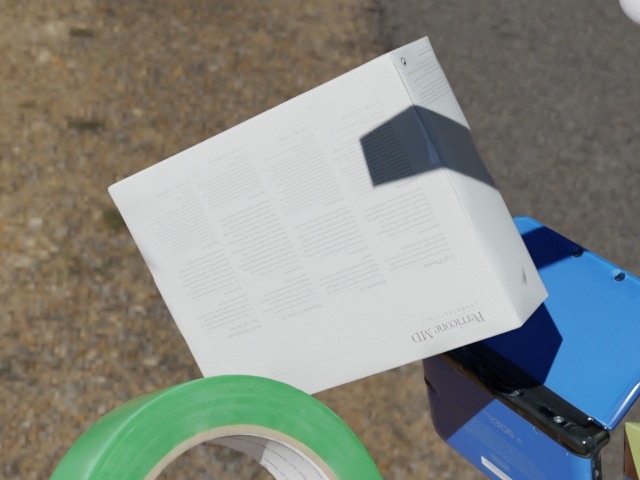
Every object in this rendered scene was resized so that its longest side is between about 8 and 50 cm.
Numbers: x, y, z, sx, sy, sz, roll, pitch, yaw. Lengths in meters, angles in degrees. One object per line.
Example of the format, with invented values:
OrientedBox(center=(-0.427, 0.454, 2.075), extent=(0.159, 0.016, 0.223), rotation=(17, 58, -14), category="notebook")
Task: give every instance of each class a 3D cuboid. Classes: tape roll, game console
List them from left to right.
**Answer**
OrientedBox(center=(-0.078, 0.272, 1.138), extent=(0.321, 0.321, 0.077), rotation=(-18, -1, -37), category="tape roll")
OrientedBox(center=(0.261, 0.155, 1.570), extent=(0.173, 0.250, 0.293), rotation=(-27, 36, -22), category="game console")

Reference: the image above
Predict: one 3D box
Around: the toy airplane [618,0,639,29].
OrientedBox(center=(0.361, -0.343, 1.393), extent=(0.384, 0.272, 0.386), rotation=(19, 7, 1), category="toy airplane")

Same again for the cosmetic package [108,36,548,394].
OrientedBox(center=(0.000, 0.000, 1.418), extent=(0.377, 0.284, 0.097), rotation=(-21, 6, 34), category="cosmetic package")

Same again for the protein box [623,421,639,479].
OrientedBox(center=(0.368, 0.225, 1.119), extent=(0.201, 0.136, 0.200), rotation=(1, 1, -6), category="protein box")
